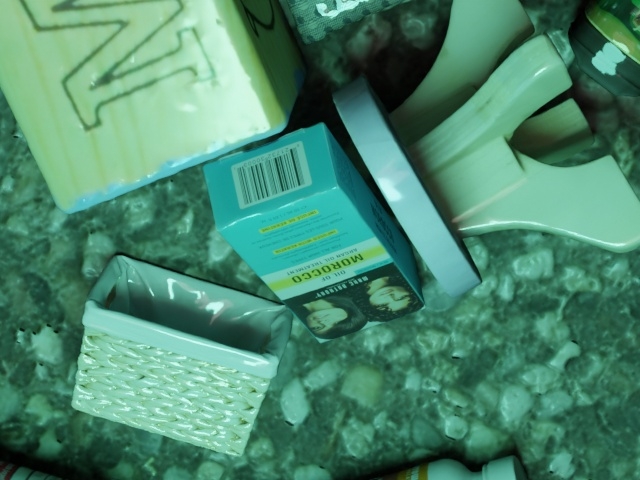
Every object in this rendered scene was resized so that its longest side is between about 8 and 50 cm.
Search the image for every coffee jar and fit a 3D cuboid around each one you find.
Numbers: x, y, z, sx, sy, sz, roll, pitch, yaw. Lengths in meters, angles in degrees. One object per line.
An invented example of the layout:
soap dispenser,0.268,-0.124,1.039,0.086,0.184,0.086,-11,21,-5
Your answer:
coffee jar,0.269,-0.197,1.396,0.079,0.096,0.184,38,108,-4

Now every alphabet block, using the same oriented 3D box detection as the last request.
alphabet block,-0.140,-0.163,1.401,0.193,0.192,0.197,-21,106,10

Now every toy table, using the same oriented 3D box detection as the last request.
toy table,0.122,-0.073,1.374,0.161,0.274,0.252,-30,87,6

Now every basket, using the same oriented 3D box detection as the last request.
basket,-0.119,0.098,1.525,0.167,0.113,0.103,17,113,0

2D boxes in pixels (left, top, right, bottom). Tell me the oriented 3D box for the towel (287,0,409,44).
towel,0.075,-0.350,1.397,0.324,0.056,0.312,-21,102,14

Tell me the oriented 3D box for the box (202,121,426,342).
box,0.000,0.000,1.424,0.100,0.244,0.060,-19,62,11

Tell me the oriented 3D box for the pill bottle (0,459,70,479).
pill bottle,-0.284,0.303,1.546,0.407,0.229,0.229,17,109,1

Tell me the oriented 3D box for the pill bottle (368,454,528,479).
pill bottle,0.076,0.256,1.551,0.216,0.121,0.121,-18,105,11
